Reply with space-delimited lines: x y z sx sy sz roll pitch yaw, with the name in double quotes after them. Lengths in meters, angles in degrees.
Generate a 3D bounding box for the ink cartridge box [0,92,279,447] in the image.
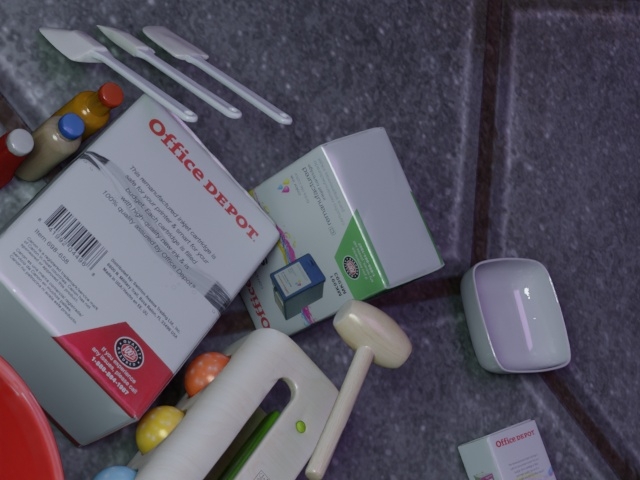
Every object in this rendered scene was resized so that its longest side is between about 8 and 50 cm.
-0.191 0.023 1.319 0.197 0.114 0.273 48 48 -12 "ink cartridge box"

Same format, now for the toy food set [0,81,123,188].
-0.303 -0.117 1.295 0.232 0.104 0.111 18 60 -34 "toy food set"

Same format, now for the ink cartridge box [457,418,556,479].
0.219 0.273 1.593 0.088 0.052 0.122 -10 79 -43 "ink cartridge box"

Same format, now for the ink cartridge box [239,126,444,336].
0.000 0.000 1.425 0.093 0.212 0.154 -21 85 -40 "ink cartridge box"

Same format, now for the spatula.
-0.153 -0.166 1.403 0.168 0.019 0.242 -3 31 -45 "spatula"

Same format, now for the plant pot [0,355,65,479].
-0.355 0.198 0.989 0.275 0.243 0.275 10 76 -43 "plant pot"

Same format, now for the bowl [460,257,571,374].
0.225 0.094 1.679 0.142 0.053 0.142 -1 71 -39 "bowl"

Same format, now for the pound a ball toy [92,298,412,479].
-0.080 0.177 1.277 0.136 0.208 0.319 46 49 -9 "pound a ball toy"
